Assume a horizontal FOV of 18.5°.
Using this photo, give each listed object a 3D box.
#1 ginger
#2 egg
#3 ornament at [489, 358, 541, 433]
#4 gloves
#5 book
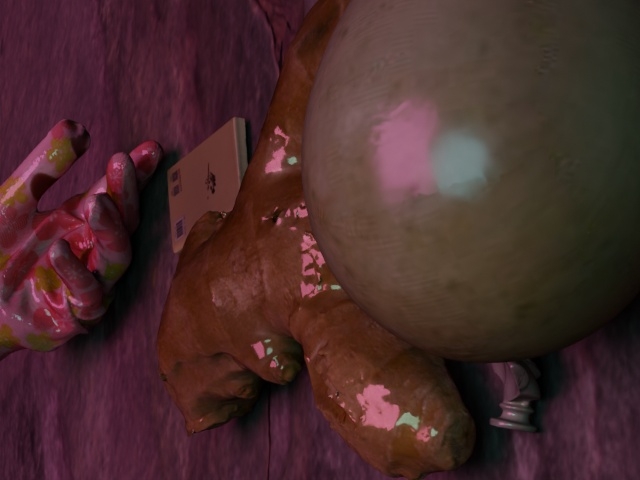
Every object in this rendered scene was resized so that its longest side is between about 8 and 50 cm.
[{"bbox_3d":[-0.012,-0.015,1.370,0.348,0.122,0.363,-8,81,50],"label":"ginger"},{"bbox_3d":[0.102,-0.076,1.121,0.218,0.218,0.295,-16,61,55],"label":"egg"},{"bbox_3d":[0.122,0.072,1.211,0.068,0.041,0.092,-95,17,-63],"label":"ornament"},{"bbox_3d":[-0.218,0.000,1.694,0.241,0.126,0.145,-33,43,12],"label":"gloves"},{"bbox_3d":[-0.090,-0.043,1.593,0.111,0.014,0.077,-33,56,49],"label":"book"}]
